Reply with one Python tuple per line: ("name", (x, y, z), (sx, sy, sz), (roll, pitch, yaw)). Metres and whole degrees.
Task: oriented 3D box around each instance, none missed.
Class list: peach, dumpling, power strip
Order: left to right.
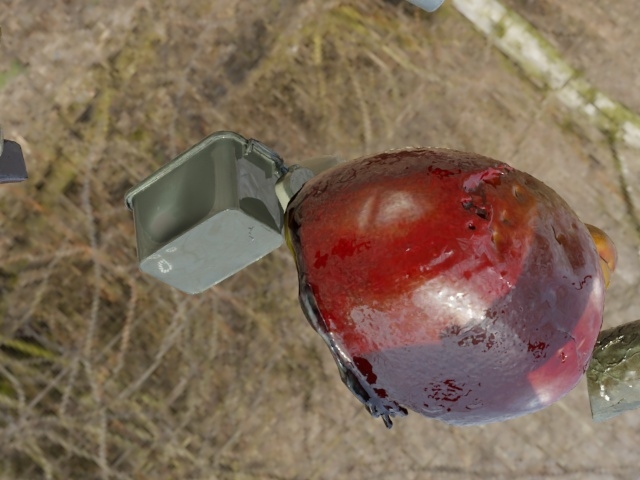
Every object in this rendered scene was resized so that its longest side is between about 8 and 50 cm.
("dumpling", (-0.005, -0.083, 1.765), (0.176, 0.093, 0.150), (-19, -177, 24))
("power strip", (0.000, 0.000, 1.618), (0.029, 0.227, 0.080), (-22, -175, 30))
("peach", (0.148, 0.044, 1.472), (0.339, 0.416, 0.353), (-90, -167, -55))
("peach", (0.403, 0.037, 1.809), (0.138, 0.138, 0.138), (-47, 173, -8))

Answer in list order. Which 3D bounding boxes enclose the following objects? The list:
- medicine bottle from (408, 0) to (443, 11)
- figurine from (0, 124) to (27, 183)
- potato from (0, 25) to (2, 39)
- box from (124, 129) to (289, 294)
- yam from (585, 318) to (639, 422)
("medicine bottle", (0.089, -0.462, 1.828), (0.095, 0.260, 0.095), (-58, -164, 28))
("figurine", (-0.411, -0.063, 1.043), (0.308, 0.308, 0.143), (-7, 107, -79))
("potato", (-0.592, -0.312, 1.806), (0.298, 0.141, 0.176), (-65, 158, -55))
("box", (-0.162, -0.033, 1.671), (0.243, 0.135, 0.163), (-30, 138, 27))
("yam", (0.554, 0.207, 1.954), (0.254, 0.154, 0.154), (-22, -173, 29))
